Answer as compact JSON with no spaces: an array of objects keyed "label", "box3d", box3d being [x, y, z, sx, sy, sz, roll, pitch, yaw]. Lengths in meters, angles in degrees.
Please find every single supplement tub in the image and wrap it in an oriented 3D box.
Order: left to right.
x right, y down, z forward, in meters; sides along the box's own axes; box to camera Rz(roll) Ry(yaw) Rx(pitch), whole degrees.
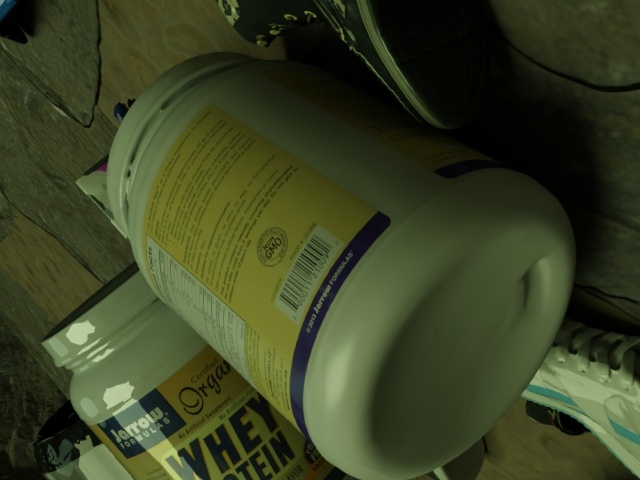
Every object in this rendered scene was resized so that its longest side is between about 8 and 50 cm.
[{"label":"supplement tub","box3d":[-0.114,0.163,0.902,0.316,0.228,0.228,52,153,-10]},{"label":"supplement tub","box3d":[0.000,0.000,0.675,0.331,0.241,0.241,36,153,40]}]

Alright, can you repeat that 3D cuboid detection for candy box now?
[{"label":"candy box","box3d":[-0.220,-0.027,1.097,0.159,0.071,0.233,48,173,-4]}]

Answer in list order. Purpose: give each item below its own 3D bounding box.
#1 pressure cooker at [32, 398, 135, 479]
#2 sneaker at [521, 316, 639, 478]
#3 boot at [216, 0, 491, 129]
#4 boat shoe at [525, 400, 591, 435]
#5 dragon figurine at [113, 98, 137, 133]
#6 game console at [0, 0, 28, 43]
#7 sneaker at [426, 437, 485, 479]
[{"label":"pressure cooker","box3d":[-0.135,0.321,1.201,0.420,0.370,0.375,53,156,-6]},{"label":"sneaker","box3d":[0.228,0.104,0.704,0.229,0.087,0.092,33,143,11]},{"label":"boot","box3d":[0.011,-0.171,0.625,0.236,0.085,0.179,57,154,-7]},{"label":"boat shoe","box3d":[0.233,0.158,0.807,0.049,0.042,0.133,47,155,-6]},{"label":"dragon figurine","box3d":[-0.105,-0.053,0.884,0.085,0.144,0.289,21,144,41]},{"label":"game console","box3d":[-0.420,-0.395,0.998,0.250,0.173,0.293,-32,102,31]},{"label":"sneaker","box3d":[0.077,0.171,0.973,0.147,0.104,0.295,13,143,40]}]
